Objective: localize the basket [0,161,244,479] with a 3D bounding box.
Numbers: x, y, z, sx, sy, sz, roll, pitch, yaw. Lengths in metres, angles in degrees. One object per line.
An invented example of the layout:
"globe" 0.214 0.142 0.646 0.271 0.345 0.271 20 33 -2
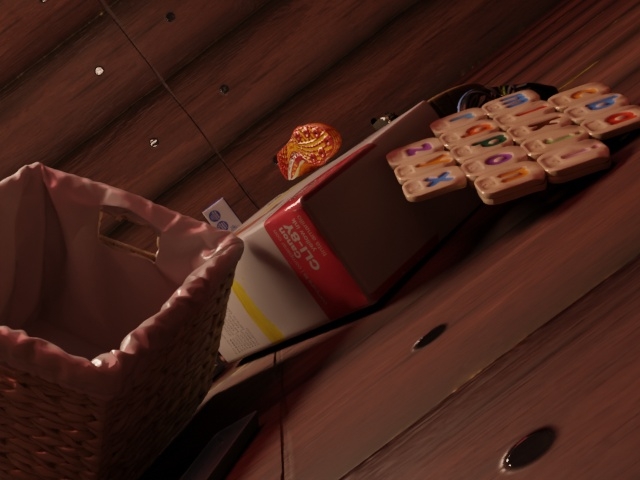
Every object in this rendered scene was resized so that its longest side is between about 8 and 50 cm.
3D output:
"basket" -0.314 0.118 1.174 0.331 0.328 0.266 -50 -25 -56

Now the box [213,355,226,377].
"box" -0.268 0.246 1.493 0.183 0.056 0.231 -42 8 -33

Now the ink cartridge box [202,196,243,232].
"ink cartridge box" -0.119 0.023 1.612 0.046 0.207 0.097 -37 6 -3

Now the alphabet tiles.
"alphabet tiles" 0.220 -0.113 1.111 0.278 0.021 0.284 -19 22 2

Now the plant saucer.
"plant saucer" -0.117 0.233 0.941 0.067 0.018 0.192 -34 8 29

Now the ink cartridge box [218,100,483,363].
"ink cartridge box" 0.000 0.000 1.337 0.279 0.160 0.384 -41 7 -37

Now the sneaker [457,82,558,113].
"sneaker" 0.305 -0.226 1.570 0.188 0.067 0.078 -15 3 -21

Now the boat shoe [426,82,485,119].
"boat shoe" 0.174 -0.165 1.770 0.341 0.122 0.110 -39 7 -5

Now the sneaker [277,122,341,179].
"sneaker" -0.008 -0.135 1.369 0.067 0.064 0.175 -25 3 -23

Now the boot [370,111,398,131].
"boot" 0.196 -0.241 2.123 0.077 0.137 0.198 -42 9 -36
